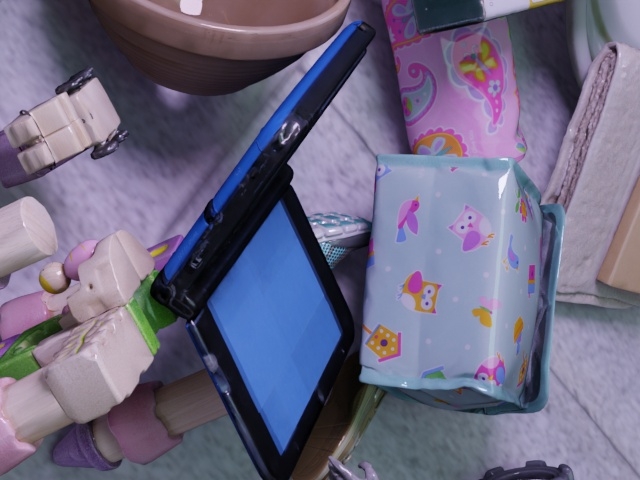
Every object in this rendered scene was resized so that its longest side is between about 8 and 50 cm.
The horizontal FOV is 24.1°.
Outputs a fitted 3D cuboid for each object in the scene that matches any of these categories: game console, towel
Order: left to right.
[{"bbox_3d":[0.000,0.000,1.175,0.173,0.250,0.293,36,26,-3],"label":"game console"},{"bbox_3d":[0.325,-0.061,1.607,0.187,0.049,0.282,9,104,-39],"label":"towel"}]

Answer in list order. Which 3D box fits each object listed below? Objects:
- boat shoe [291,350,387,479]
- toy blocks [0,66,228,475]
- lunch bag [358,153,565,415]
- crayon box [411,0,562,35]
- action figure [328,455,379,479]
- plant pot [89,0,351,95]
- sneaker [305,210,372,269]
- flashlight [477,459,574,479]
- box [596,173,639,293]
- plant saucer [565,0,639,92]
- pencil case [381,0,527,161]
[{"bbox_3d":[0.023,0.173,1.409,0.048,0.056,0.153,55,48,-34],"label":"boat shoe"},{"bbox_3d":[-0.236,0.088,1.104,0.309,0.260,0.288,63,16,-13],"label":"toy blocks"},{"bbox_3d":[0.142,0.051,1.425,0.262,0.160,0.223,32,63,-67],"label":"lunch bag"},{"bbox_3d":[0.189,-0.314,1.392,0.319,0.081,0.202,-20,100,-47],"label":"crayon box"},{"bbox_3d":[0.006,0.274,1.320,0.164,0.275,0.141,-40,80,1],"label":"action figure"},{"bbox_3d":[-0.097,-0.198,1.258,0.237,0.237,0.109,-20,141,-37],"label":"plant pot"},{"bbox_3d":[-0.017,0.020,1.387,0.166,0.065,0.076,-15,113,-34],"label":"sneaker"},{"bbox_3d":[0.229,0.383,1.532,0.103,0.103,0.304,-13,96,-39],"label":"flashlight"},{"bbox_3d":[0.392,-0.032,1.623,0.164,0.021,0.201,14,101,-39],"label":"box"},{"bbox_3d":[0.407,-0.297,1.648,0.401,0.100,0.400,-14,118,-27],"label":"plant saucer"},{"bbox_3d":[0.127,-0.199,1.465,0.124,0.124,0.284,-17,100,-37],"label":"pencil case"}]
